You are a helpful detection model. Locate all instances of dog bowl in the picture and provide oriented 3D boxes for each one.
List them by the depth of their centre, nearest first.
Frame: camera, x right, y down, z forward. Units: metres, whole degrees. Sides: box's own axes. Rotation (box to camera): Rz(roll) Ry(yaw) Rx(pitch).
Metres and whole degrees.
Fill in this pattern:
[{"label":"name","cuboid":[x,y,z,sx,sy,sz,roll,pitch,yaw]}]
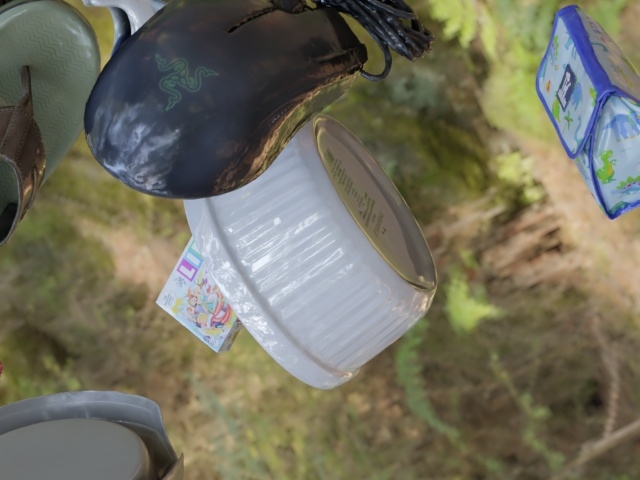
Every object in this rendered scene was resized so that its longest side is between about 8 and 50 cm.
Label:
[{"label":"dog bowl","cuboid":[-0.327,0.308,1.978,0.349,0.349,0.102,-130,28,-64]}]

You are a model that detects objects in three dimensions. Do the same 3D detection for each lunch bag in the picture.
[{"label":"lunch bag","cuboid":[0.250,-0.116,1.436,0.129,0.096,0.151,-106,-7,-46]}]

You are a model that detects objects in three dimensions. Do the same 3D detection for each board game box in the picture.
[{"label":"board game box","cuboid":[-0.113,0.037,1.884,0.103,0.154,0.026,37,-163,24]}]

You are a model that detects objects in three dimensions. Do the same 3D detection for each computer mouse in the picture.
[{"label":"computer mouse","cuboid":[-0.050,-0.130,1.050,0.188,0.272,0.072,30,136,10]}]

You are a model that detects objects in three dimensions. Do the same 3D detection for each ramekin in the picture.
[{"label":"ramekin","cuboid":[0.000,0.000,1.251,0.207,0.109,0.207,49,-161,-23]}]

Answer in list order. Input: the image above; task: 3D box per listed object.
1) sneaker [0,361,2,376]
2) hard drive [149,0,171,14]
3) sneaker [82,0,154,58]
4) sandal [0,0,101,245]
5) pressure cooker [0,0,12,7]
[{"label":"sneaker","cuboid":[-0.379,0.086,1.537,0.121,0.112,0.299,57,168,13]},{"label":"hard drive","cuboid":[-0.080,-0.136,1.231,0.135,0.022,0.094,33,150,60]},{"label":"sneaker","cuboid":[-0.154,-0.187,1.749,0.111,0.129,0.297,19,143,58]},{"label":"sandal","cuboid":[-0.256,-0.042,1.229,0.120,0.303,0.086,33,178,-36]},{"label":"pressure cooker","cuboid":[-0.413,-0.318,1.355,0.375,0.420,0.370,-153,48,-67]}]
